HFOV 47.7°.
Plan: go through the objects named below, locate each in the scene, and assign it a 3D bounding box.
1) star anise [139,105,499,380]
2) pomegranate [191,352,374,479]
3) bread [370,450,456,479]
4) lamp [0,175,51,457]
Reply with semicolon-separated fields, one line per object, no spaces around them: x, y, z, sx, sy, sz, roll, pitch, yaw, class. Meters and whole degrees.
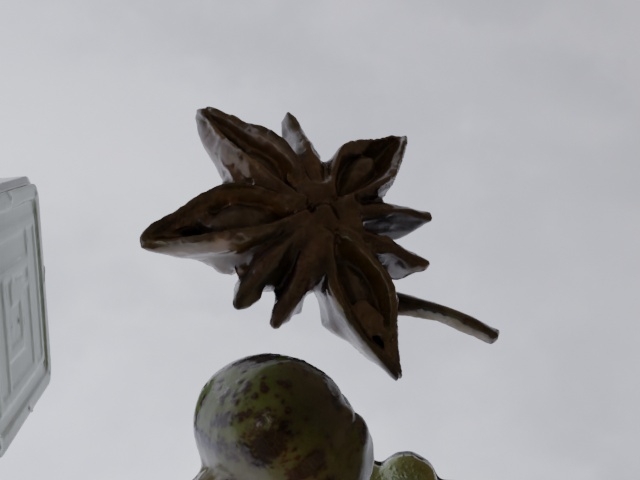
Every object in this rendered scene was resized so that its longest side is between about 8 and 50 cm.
0.000;-0.003;0.714;0.349;0.109;0.292;3;-112;-17;star anise
-0.034;0.156;0.502;0.138;0.125;0.163;59;-145;-19;pomegranate
0.121;0.419;1.104;0.286;0.207;0.056;6;-162;11;bread
-0.346;0.072;0.780;0.047;0.266;0.269;-2;-81;-8;lamp
